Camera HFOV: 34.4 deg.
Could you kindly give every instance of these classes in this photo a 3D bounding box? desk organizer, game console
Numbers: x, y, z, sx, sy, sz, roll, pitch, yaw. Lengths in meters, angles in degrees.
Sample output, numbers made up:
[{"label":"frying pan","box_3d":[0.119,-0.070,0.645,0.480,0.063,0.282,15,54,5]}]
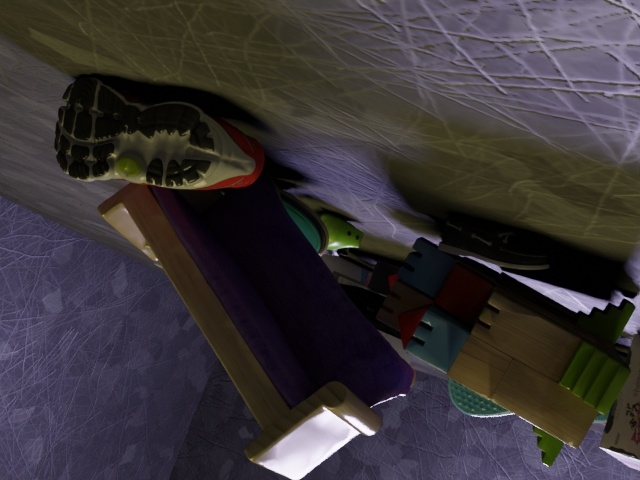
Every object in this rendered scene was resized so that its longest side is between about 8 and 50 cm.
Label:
[{"label":"desk organizer","box_3d":[0.141,0.075,1.569,0.130,0.047,0.050,20,174,8]},{"label":"game console","box_3d":[0.164,0.124,1.636,0.213,0.044,0.361,20,-176,39]}]

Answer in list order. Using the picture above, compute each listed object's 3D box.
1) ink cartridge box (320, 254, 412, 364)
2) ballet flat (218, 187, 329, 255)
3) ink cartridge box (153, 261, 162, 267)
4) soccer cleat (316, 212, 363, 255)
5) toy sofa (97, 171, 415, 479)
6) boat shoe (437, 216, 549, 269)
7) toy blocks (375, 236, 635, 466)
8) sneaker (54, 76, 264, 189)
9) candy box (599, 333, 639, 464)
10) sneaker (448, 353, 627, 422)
[{"label":"ink cartridge box","box_3d":[-0.001,0.095,1.766,0.306,0.131,0.226,24,171,-30]},{"label":"ballet flat","box_3d":[-0.090,-0.046,1.299,0.248,0.086,0.086,21,172,17]},{"label":"ink cartridge box","box_3d":[-0.254,0.019,1.988,0.062,0.104,0.181,17,170,24]},{"label":"soccer cleat","box_3d":[0.000,0.000,1.399,0.072,0.060,0.179,22,169,-17]},{"label":"toy sofa","box_3d":[-0.069,0.060,1.115,0.362,0.177,0.150,54,-178,27]},{"label":"boat shoe","box_3d":[0.176,0.003,1.049,0.125,0.038,0.046,15,-171,43]},{"label":"toy blocks","box_3d":[0.185,0.093,1.146,0.261,0.190,0.381,29,-173,9]},{"label":"sneaker","box_3d":[-0.173,-0.097,1.075,0.279,0.107,0.118,20,-173,39]},{"label":"candy box","box_3d":[0.457,0.233,1.410,0.071,0.159,0.233,15,170,30]},{"label":"sneaker","box_3d":[0.389,0.215,1.687,0.319,0.127,0.208,-1,-176,28]}]
